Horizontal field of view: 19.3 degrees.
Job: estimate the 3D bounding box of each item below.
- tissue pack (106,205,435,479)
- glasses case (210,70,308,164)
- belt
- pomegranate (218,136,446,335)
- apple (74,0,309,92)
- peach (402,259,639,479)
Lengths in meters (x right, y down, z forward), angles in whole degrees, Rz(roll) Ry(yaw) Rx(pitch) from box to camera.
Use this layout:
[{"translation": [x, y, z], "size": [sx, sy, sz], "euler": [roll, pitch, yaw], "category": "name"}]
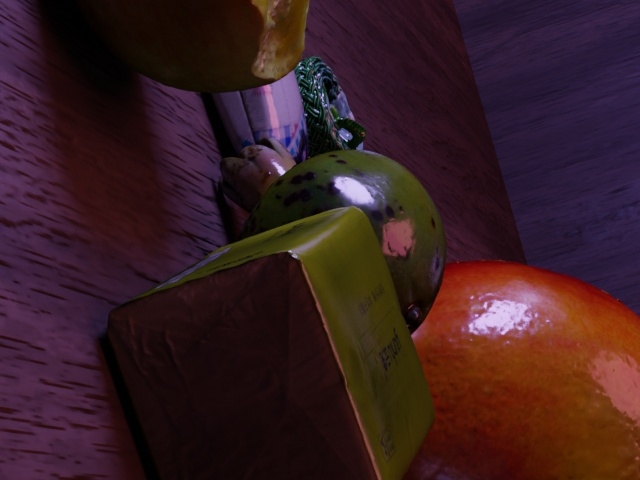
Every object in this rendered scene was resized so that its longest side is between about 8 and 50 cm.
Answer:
[{"translation": [-0.026, 0.100, 1.427], "size": [0.275, 0.167, 0.200], "euler": [-33, 105, -76], "category": "tissue pack"}, {"translation": [-0.082, -0.209, 1.797], "size": [0.125, 0.076, 0.327], "euler": [-30, 103, -78], "category": "glasses case"}, {"translation": [0.005, -0.132, 2.054], "size": [0.151, 0.079, 0.121], "euler": [60, 18, -45], "category": "belt"}, {"translation": [0.000, 0.000, 1.663], "size": [0.248, 0.202, 0.202], "euler": [41, -5, 31], "category": "pomegranate"}, {"translation": [-0.078, -0.233, 1.481], "size": [0.226, 0.246, 0.246], "euler": [63, 16, -55], "category": "apple"}, {"translation": [0.182, 0.186, 1.897], "size": [0.242, 0.380, 0.306], "euler": [-82, 178, -64], "category": "peach"}]
